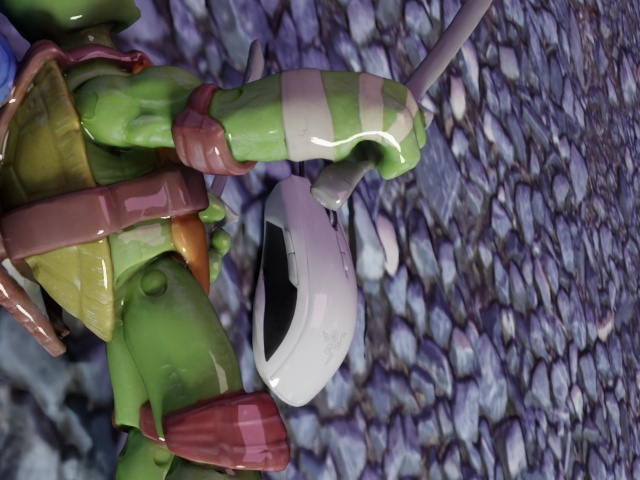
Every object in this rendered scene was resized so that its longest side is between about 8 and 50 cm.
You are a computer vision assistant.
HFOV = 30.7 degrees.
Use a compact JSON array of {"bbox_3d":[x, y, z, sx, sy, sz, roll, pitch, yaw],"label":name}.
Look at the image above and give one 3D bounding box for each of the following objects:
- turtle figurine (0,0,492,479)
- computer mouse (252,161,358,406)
[{"bbox_3d":[-0.020,0.007,0.481,0.275,0.198,0.266,-3,87,-57],"label":"turtle figurine"},{"bbox_3d":[0.000,0.000,0.671,0.106,0.042,0.193,35,51,-52],"label":"computer mouse"}]
